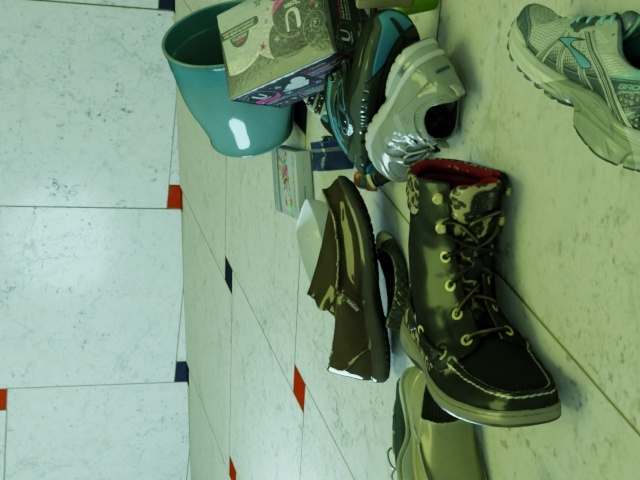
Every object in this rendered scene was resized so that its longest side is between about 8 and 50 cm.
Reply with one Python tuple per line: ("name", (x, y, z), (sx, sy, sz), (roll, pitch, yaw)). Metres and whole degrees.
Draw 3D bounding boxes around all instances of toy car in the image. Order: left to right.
("toy car", (0.072, -0.078, 1.981), (0.060, 0.040, 0.122), (-115, 26, -45))

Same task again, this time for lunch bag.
("lunch bag", (0.020, -0.162, 2.072), (0.098, 0.067, 0.065), (-165, 70, -73))

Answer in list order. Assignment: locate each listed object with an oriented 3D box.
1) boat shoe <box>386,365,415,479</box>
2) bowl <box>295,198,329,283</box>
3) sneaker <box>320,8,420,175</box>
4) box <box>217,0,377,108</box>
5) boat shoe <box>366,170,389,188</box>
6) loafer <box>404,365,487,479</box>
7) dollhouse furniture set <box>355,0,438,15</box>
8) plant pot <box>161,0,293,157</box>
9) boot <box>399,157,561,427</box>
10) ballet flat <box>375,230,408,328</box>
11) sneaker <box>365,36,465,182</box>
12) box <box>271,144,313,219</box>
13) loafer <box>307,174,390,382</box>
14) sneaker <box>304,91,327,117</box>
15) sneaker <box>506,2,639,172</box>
("boat shoe", (0.151, 0.323, 1.751), (0.079, 0.095, 0.255), (103, 164, -53))
("bowl", (0.000, 0.000, 2.220), (0.142, 0.053, 0.142), (109, 150, -55))
("sneaker", (0.059, -0.236, 1.713), (0.139, 0.125, 0.341), (44, 153, 20))
("box", (-0.036, -0.340, 1.883), (0.247, 0.142, 0.163), (-17, 79, 38))
("boat shoe", (0.093, -0.154, 1.889), (0.049, 0.042, 0.133), (29, -135, -57))
("loafer", (0.184, 0.297, 1.662), (0.092, 0.102, 0.269), (103, 155, -61))
("dollhouse furniture set", (0.069, -0.493, 1.651), (0.198, 0.151, 0.301), (101, 155, -44))
("plant pot", (-0.168, -0.324, 2.329), (0.272, 0.271, 0.255), (-119, 13, -50))
("boot", (0.201, 0.059, 1.479), (0.377, 0.138, 0.284), (-129, 36, -69))
("ballet flat", (0.117, 0.064, 1.874), (0.057, 0.049, 0.173), (125, 136, -64))
("sneaker", (0.141, -0.160, 1.630), (0.115, 0.105, 0.281), (54, 159, 24))
("box", (-0.060, -0.126, 2.393), (0.186, 0.038, 0.145), (-155, 59, -69))
("loafer", (0.037, 0.073, 1.923), (0.134, 0.130, 0.366), (-44, -54, -83))
("sneaker", (0.001, -0.317, 2.029), (0.292, 0.118, 0.110), (50, 131, 28))
("sneaker", (0.299, -0.189, 1.163), (0.122, 0.110, 0.283), (-64, 35, 28))
